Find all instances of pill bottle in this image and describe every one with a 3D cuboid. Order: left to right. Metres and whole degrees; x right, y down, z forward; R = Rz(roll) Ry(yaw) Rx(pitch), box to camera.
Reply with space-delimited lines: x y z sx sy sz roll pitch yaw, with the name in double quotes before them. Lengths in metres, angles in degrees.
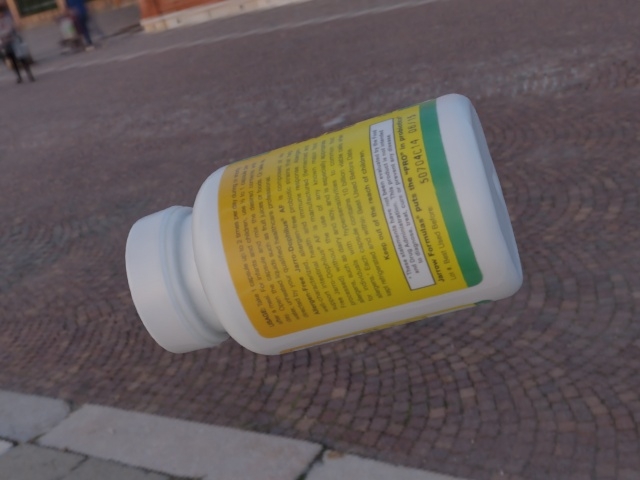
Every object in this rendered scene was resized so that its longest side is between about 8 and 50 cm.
"pill bottle" 0.000 0.000 0.484 0.208 0.117 0.117 -16 20 16
